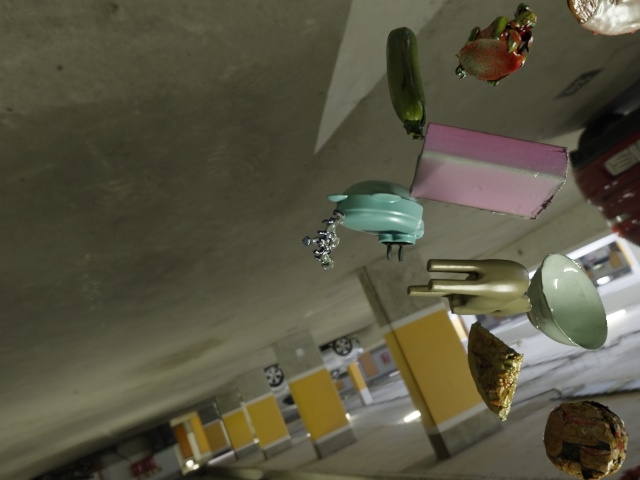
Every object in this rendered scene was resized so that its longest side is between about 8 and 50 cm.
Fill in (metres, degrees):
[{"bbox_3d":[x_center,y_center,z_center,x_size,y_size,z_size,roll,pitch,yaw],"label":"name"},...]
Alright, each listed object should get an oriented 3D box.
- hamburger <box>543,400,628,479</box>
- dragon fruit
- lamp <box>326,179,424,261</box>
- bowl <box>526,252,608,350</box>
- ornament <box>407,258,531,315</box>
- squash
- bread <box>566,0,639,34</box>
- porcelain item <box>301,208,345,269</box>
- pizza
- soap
[{"bbox_3d":[0.748,0.565,1.654,0.107,0.230,0.231,5,151,-41],"label":"hamburger"},{"bbox_3d":[0.366,-0.391,1.174,0.175,0.142,0.138,-48,146,-1],"label":"dragon fruit"},{"bbox_3d":[0.157,-0.063,1.438,0.209,0.147,0.284,4,152,36],"label":"lamp"},{"bbox_3d":[0.723,0.204,1.785,0.313,0.313,0.146,-13,165,-41],"label":"bowl"},{"bbox_3d":[0.276,0.091,0.990,0.245,0.061,0.230,2,159,-6],"label":"ornament"},{"bbox_3d":[0.205,-0.380,1.398,0.087,0.331,0.087,-4,158,-2],"label":"squash"},{"bbox_3d":[0.512,-0.452,0.961,0.224,0.142,0.212,35,130,-27],"label":"bread"},{"bbox_3d":[0.000,0.000,1.142,0.075,0.021,0.136,0,123,-18],"label":"porcelain item"},{"bbox_3d":[0.492,0.358,1.646,0.058,0.292,0.197,3,156,-27],"label":"pizza"},{"bbox_3d":[0.308,-0.127,1.101,0.260,0.081,0.181,12,158,8],"label":"soap"}]
